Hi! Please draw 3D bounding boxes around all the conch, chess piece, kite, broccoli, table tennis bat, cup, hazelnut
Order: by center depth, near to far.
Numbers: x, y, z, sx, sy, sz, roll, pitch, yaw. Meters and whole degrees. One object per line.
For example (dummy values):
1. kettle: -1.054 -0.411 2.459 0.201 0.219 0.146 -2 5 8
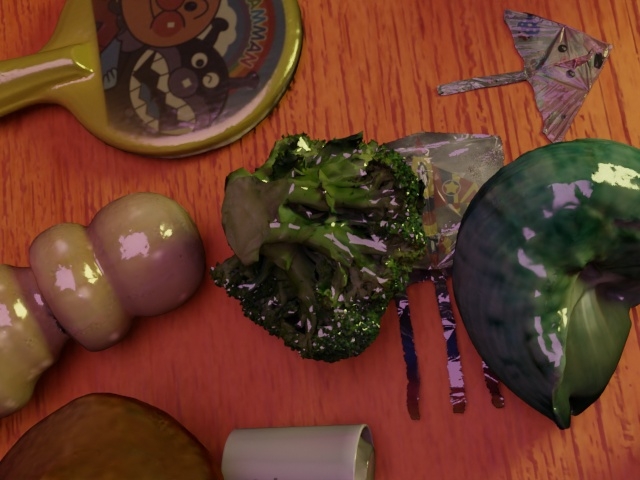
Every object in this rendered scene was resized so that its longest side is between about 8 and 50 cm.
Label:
1. hazelnut: -0.155 0.221 0.687 0.210 0.186 0.210 -3 86 47
2. conch: 0.188 0.010 0.716 0.202 0.196 0.134 -39 47 -19
3. broccoli: 0.000 0.000 0.736 0.195 0.156 0.196 -8 73 29
4. cup: -0.013 0.195 0.749 0.116 0.074 0.104 -2 105 14
5. kite: 0.097 0.022 0.790 0.141 0.015 0.245 -10 74 11
6. chess piece: -0.219 0.051 0.796 0.260 0.143 0.143 -27 73 -4
7. kite: 0.178 -0.140 0.818 0.152 0.005 0.137 -19 73 7
8. table tennis bat: -0.197 -0.169 0.874 0.368 0.054 0.224 -13 74 4
